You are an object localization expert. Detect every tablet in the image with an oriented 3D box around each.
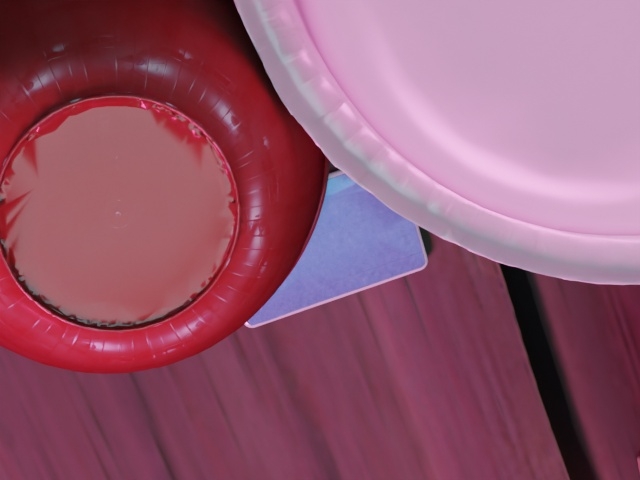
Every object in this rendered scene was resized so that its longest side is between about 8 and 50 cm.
[{"bbox_3d":[0.000,0.000,0.716,0.083,0.006,0.054,-19,110,-6],"label":"tablet"}]

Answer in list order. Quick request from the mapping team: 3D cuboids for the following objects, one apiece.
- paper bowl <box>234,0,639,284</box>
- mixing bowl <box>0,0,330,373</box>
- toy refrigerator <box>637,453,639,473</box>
[{"bbox_3d":[0.101,-0.117,0.568,0.284,0.148,0.284,8,119,14],"label":"paper bowl"},{"bbox_3d":[-0.077,-0.022,0.640,0.181,0.098,0.181,-3,106,-9],"label":"mixing bowl"},{"bbox_3d":[0.288,0.105,0.757,0.269,0.102,0.094,-17,110,-5],"label":"toy refrigerator"}]
